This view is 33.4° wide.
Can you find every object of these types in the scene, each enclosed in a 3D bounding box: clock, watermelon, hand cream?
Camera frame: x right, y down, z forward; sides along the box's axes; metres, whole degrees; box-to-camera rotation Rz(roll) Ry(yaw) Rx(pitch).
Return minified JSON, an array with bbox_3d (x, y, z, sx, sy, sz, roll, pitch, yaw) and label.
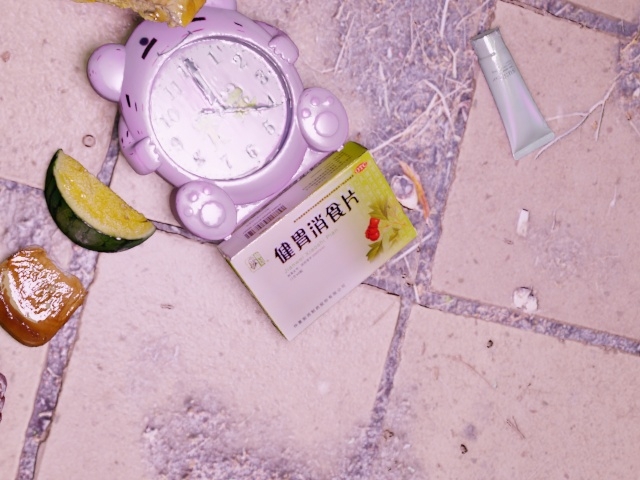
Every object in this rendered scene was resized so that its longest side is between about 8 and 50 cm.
[{"bbox_3d":[-0.153,-0.194,1.529,0.295,0.113,0.322,-39,100,-9],"label":"clock"},{"bbox_3d":[-0.335,-0.034,1.532,0.181,0.075,0.092,39,40,-14],"label":"watermelon"},{"bbox_3d":[0.297,-0.232,1.674,0.078,0.050,0.205,-30,104,-11],"label":"hand cream"}]

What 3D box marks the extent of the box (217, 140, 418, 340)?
[{"bbox_3d":[0.000,0.001,1.576,0.260,0.062,0.175,-38,122,-8],"label":"box"}]

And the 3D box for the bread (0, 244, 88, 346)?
[{"bbox_3d":[-0.410,0.078,1.514,0.126,0.044,0.129,-45,99,-9],"label":"bread"}]

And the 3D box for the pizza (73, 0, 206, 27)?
[{"bbox_3d":[-0.280,-0.385,1.486,0.287,0.075,0.280,2,51,13],"label":"pizza"}]

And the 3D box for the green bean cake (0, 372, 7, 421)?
[{"bbox_3d":[-0.505,0.238,1.458,0.135,0.056,0.136,10,90,-15],"label":"green bean cake"}]
